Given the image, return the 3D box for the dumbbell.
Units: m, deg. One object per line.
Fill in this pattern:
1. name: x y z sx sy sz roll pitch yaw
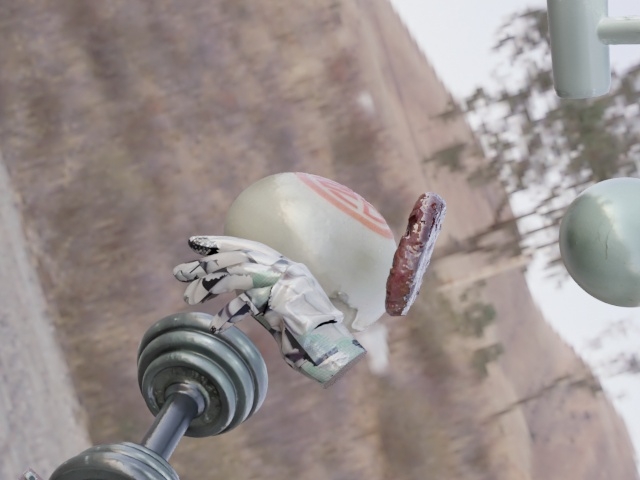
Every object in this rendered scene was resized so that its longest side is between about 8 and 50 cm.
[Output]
1. dumbbell: -0.190 0.238 1.708 0.406 0.179 0.179 -60 140 -55

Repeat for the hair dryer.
1. hair dryer: 0.378 -0.234 1.653 0.073 0.236 0.131 -27 114 -54

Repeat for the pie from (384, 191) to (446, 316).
1. pie: 0.108 0.015 1.646 0.154 0.036 0.154 18 90 -82

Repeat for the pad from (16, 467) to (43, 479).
1. pad: -0.431 0.423 1.993 0.113 0.188 0.006 47 -27 -9

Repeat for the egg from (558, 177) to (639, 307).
1. egg: 0.427 0.002 2.001 0.264 0.183 0.183 15 52 -59

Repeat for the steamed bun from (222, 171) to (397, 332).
1. steamed bun: 0.000 0.000 2.143 0.283 0.177 0.283 33 7 -4

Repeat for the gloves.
1. gloves: -0.051 0.060 1.463 0.212 0.111 0.127 49 25 10
